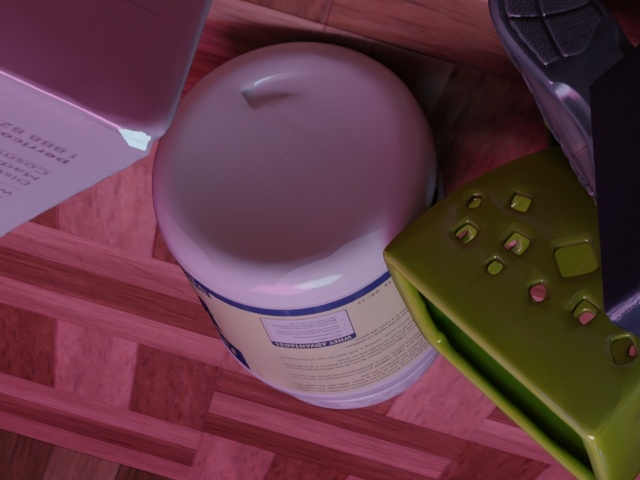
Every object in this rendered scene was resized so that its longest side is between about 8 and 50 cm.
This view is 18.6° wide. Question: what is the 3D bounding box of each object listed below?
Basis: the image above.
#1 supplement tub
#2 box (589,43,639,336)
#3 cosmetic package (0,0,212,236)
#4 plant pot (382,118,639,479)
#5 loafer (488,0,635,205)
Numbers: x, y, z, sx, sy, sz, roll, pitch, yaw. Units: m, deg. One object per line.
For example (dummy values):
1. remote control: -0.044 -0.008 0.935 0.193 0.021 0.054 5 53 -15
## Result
1. supplement tub: 0.000 0.000 1.692 0.235 0.235 0.325 10 158 15
2. box: 0.416 -0.025 1.253 0.395 0.212 0.293 26 134 -26
3. cosmetic package: -0.229 -0.247 1.024 0.329 0.394 0.327 25 158 -22
4. plant pot: 0.209 0.041 1.534 0.228 0.207 0.227 41 173 22
5. loafer: 0.212 -0.088 1.416 0.267 0.096 0.084 57 173 -1
